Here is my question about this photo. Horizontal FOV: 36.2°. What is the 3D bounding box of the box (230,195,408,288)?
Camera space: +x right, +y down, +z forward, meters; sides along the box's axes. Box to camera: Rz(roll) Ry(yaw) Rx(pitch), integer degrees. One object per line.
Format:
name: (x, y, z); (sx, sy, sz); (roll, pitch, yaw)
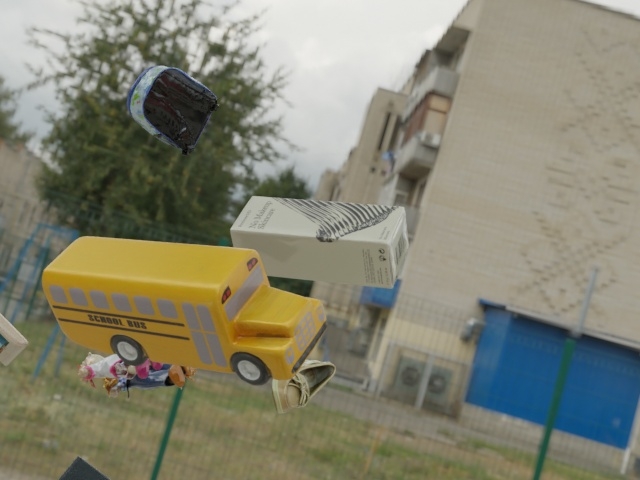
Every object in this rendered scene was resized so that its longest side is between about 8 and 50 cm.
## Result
box: (0.000, 0.000, 1.620); (0.275, 0.113, 0.094); (5, -53, 18)

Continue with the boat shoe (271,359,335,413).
boat shoe: (-0.023, 0.195, 1.336); (0.048, 0.056, 0.153); (-12, 0, 19)

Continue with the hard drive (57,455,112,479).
hard drive: (-0.348, 0.405, 1.515); (0.135, 0.022, 0.094); (38, 33, -1)

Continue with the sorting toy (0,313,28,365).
sorting toy: (-0.518, 0.105, 1.436); (0.193, 0.038, 0.208); (47, -26, -7)

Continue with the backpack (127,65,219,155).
backpack: (-0.226, -0.200, 1.444); (0.084, 0.105, 0.114); (21, -10, 45)

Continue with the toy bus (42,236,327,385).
toy bus: (-0.165, 0.077, 1.180); (0.333, 0.108, 0.130); (4, -55, 29)

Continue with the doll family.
doll family: (-0.242, 0.187, 1.471); (0.163, 0.118, 0.263); (-10, 12, 39)
